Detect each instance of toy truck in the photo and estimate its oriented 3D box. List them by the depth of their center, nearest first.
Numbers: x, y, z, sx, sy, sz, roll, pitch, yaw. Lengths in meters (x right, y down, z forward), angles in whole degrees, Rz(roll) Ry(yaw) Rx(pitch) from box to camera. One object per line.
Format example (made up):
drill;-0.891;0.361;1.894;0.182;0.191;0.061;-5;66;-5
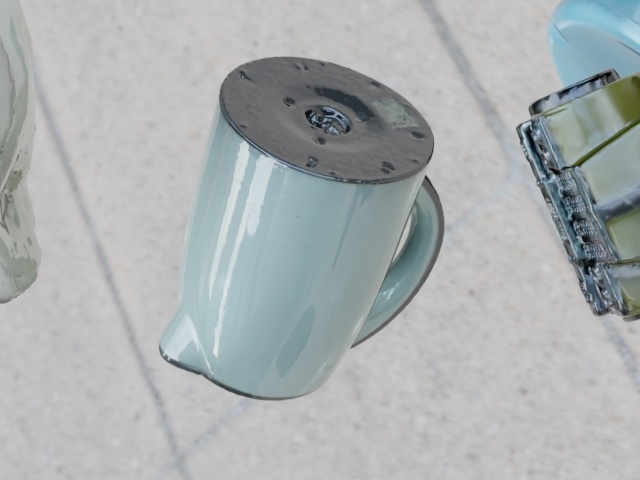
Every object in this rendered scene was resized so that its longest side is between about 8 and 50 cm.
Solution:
toy truck;0.230;-0.058;0.789;0.257;0.127;0.127;-23;92;-1

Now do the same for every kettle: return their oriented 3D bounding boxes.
kettle;0.000;0.000;1.286;0.161;0.221;0.236;53;137;41

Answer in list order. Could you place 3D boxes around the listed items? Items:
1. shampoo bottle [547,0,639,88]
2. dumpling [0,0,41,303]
shampoo bottle;0.451;-0.216;1.659;0.343;0.331;0.331;-44;50;-8
dumpling;-0.273;-0.140;1.090;0.181;0.341;0.260;-45;21;15
